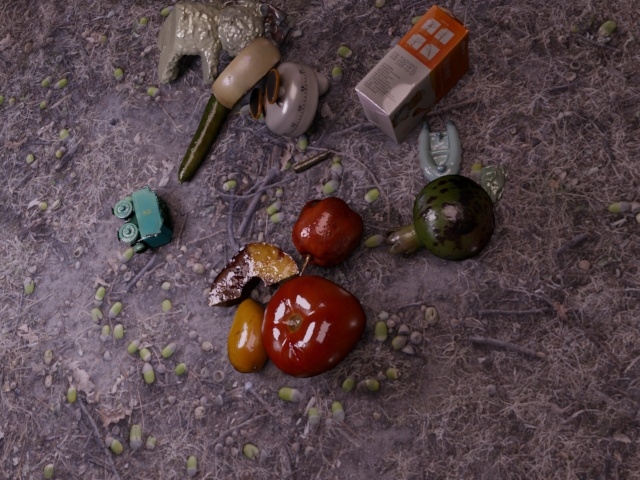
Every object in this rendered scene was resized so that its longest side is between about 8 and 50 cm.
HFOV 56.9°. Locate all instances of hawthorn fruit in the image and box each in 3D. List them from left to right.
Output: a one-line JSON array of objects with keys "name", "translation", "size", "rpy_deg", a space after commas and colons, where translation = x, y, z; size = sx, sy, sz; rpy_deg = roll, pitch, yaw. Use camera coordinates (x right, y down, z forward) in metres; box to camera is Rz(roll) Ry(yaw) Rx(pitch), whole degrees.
[{"name": "hawthorn fruit", "translation": [0.000, 0.000, 1.696], "size": [0.207, 0.207, 0.243], "rpy_deg": [28, 75, 21]}]

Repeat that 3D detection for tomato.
[{"name": "tomato", "translation": [-0.013, 0.234, 1.625], "size": [0.298, 0.226, 0.299], "rpy_deg": [-16, 64, 37]}]

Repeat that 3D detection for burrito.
[{"name": "burrito", "translation": [0.498, -0.162, 1.697], "size": [0.074, 0.044, 0.118], "rpy_deg": [5, 73, 13]}]

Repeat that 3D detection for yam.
[{"name": "yam", "translation": [-0.027, -0.250, 1.874], "size": [0.129, 0.027, 0.033], "rpy_deg": [-24, 39, 10]}]

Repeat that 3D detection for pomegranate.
[{"name": "pomegranate", "translation": [0.333, -0.060, 1.639], "size": [0.306, 0.242, 0.242], "rpy_deg": [-5, 71, 46]}]

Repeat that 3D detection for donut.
[{"name": "donut", "translation": [-0.201, 0.099, 1.783], "size": [0.295, 0.112, 0.151], "rpy_deg": [-21, 65, 9]}]

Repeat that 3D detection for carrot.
[{"name": "carrot", "translation": [-0.393, -0.350, 1.984], "size": [0.074, 0.074, 0.359], "rpy_deg": [22, 83, 20]}]

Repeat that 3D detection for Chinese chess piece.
[{"name": "Chinese chess piece", "translation": [-0.233, -0.526, 1.854], "size": [0.097, 0.251, 0.251], "rpy_deg": [44, 90, -12]}]

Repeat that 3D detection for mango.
[{"name": "mango", "translation": [-0.209, 0.277, 1.726], "size": [0.144, 0.112, 0.219], "rpy_deg": [-11, 73, 40]}]

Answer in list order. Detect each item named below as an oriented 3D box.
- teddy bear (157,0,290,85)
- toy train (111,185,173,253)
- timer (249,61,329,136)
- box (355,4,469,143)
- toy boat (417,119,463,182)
[{"name": "teddy bear", "translation": [-0.346, -0.685, 2.049], "size": [0.362, 0.375, 0.327], "rpy_deg": [4, 71, -27]}, {"name": "toy train", "translation": [-0.578, -0.067, 1.937], "size": [0.163, 0.112, 0.203], "rpy_deg": [-20, 71, 3]}, {"name": "timer", "translation": [-0.076, -0.443, 1.860], "size": [0.233, 0.240, 0.234], "rpy_deg": [-10, 78, 59]}, {"name": "box", "translation": [0.283, -0.486, 1.750], "size": [0.143, 0.225, 0.341], "rpy_deg": [43, 90, 19]}, {"name": "toy boat", "translation": [0.353, -0.264, 1.748], "size": [0.134, 0.079, 0.208], "rpy_deg": [-2, 73, 12]}]
